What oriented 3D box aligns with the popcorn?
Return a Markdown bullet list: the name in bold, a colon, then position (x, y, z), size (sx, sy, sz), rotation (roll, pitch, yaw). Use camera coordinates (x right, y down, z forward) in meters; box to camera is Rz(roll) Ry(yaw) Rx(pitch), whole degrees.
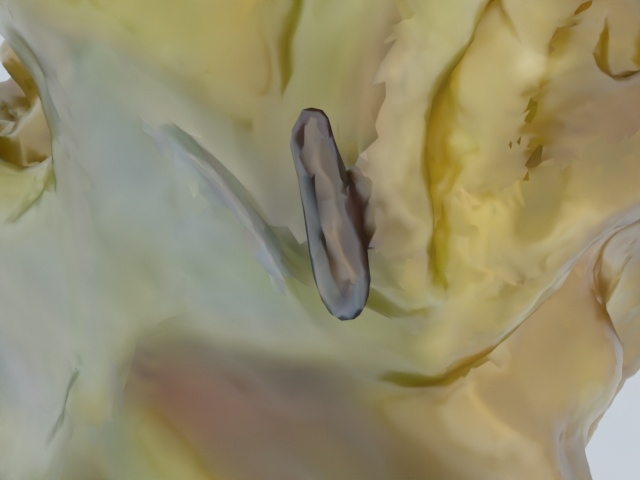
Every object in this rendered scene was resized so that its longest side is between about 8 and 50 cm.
- **popcorn**: position (0.000, 0.000, 0.637), size (0.315, 0.297, 0.281), rotation (-14, -169, 38)
